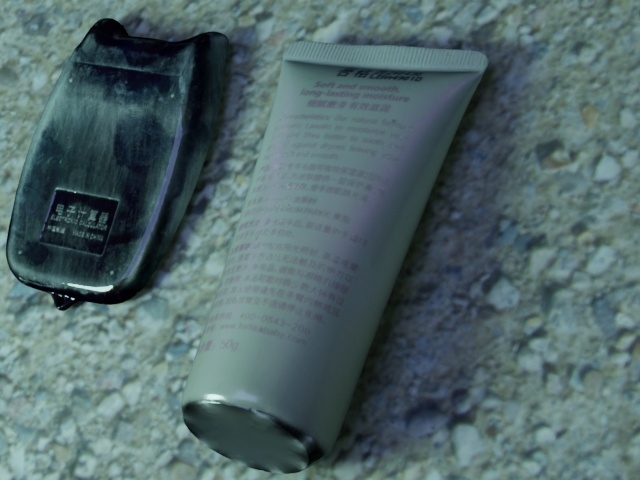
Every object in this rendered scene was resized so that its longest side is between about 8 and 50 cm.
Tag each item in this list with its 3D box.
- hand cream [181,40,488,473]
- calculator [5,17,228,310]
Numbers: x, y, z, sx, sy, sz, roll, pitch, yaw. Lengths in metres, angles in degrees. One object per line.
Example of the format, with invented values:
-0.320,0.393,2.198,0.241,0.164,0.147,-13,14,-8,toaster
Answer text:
0.000,0.000,1.497,0.186,0.118,0.358,6,64,31,hand cream
-0.179,-0.066,1.651,0.177,0.040,0.268,9,78,32,calculator
